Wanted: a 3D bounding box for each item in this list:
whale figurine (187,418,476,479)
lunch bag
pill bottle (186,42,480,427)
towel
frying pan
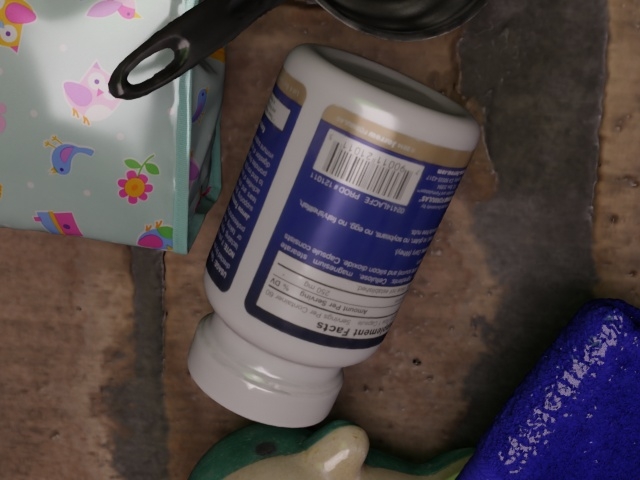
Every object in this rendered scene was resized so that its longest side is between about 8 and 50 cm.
[{"bbox_3d":[0.009,0.226,0.789,0.271,0.141,0.216,-8,124,-16],"label":"whale figurine"},{"bbox_3d":[-0.181,-0.143,0.657,0.223,0.160,0.263,6,114,4],"label":"lunch bag"},{"bbox_3d":[0.000,0.000,0.689,0.153,0.153,0.265,23,109,-3],"label":"pill bottle"},{"bbox_3d":[0.210,0.205,0.734,0.227,0.076,0.308,22,108,-33],"label":"towel"},{"bbox_3d":[0.018,-0.180,0.618,0.197,0.053,0.326,33,80,-22],"label":"frying pan"}]
